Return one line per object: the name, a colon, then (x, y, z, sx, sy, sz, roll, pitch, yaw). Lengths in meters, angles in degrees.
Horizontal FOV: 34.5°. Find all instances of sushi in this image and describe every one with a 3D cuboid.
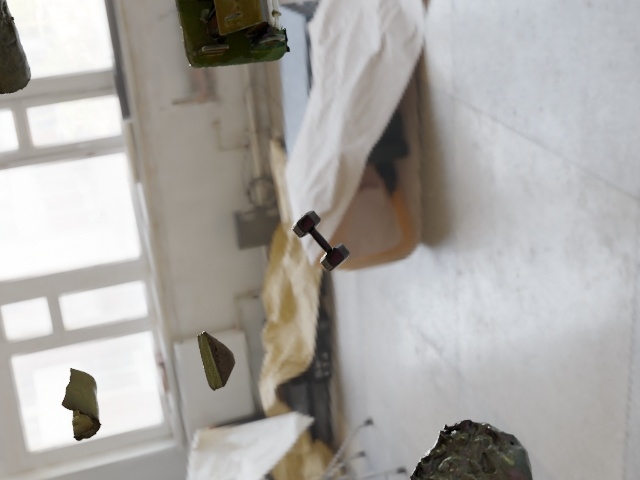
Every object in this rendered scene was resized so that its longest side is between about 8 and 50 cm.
sushi: (0.134, 0.284, 0.995, 0.147, 0.212, 0.115, 27, 157, 24)

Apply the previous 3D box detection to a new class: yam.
yam: (-0.548, -0.339, 1.689, 0.107, 0.107, 0.194, -119, 13, -48)

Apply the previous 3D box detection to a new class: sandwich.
sandwich: (-0.136, 0.162, 1.381, 0.031, 0.044, 0.083, -32, 63, 33)

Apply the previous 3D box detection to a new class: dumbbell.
dumbbell: (0.000, 0.000, 1.376, 0.083, 0.040, 0.036, 49, 180, 3)

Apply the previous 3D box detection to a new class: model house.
model house: (-0.188, -0.490, 1.823, 0.323, 0.340, 0.300, 164, 96, -67)

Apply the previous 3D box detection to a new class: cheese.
cheese: (-0.279, 0.190, 1.212, 0.084, 0.041, 0.060, 91, 172, -51)
